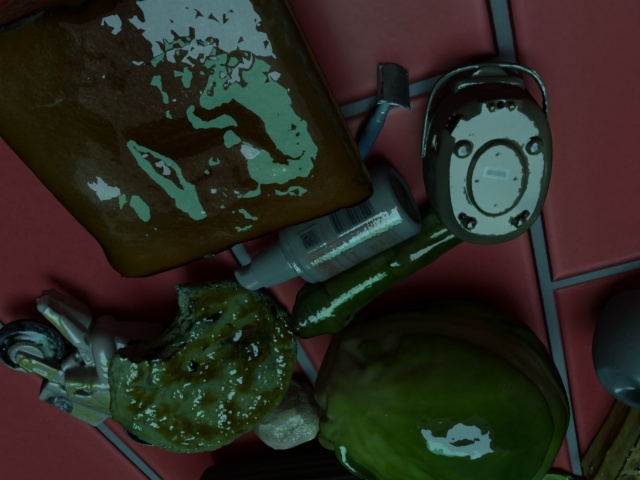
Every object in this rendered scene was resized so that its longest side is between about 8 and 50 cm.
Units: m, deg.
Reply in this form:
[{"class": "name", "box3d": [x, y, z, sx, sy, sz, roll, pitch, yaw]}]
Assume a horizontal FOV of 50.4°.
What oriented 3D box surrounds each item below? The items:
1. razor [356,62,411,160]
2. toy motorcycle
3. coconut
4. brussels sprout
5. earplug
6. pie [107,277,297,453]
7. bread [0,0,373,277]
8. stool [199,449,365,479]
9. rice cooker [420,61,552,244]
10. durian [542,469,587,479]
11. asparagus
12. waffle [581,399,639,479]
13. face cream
[{"class": "razor", "box3d": [0.064, -0.134, 0.799, 0.040, 0.068, 0.135, 13, 142, -11]}, {"class": "toy motorcycle", "box3d": [-0.304, 0.193, 1.029, 0.223, 0.107, 0.341, -37, 123, 18]}, {"class": "coconut", "box3d": [-0.064, 0.291, 1.133, 0.125, 0.110, 0.110, -23, 130, 8]}, {"class": "brussels sprout", "box3d": [0.185, 0.231, 0.994, 0.372, 0.275, 0.315, 25, 139, -15]}, {"class": "earplug", "box3d": [0.565, 0.156, 0.999, 0.326, 0.174, 0.214, -4, 147, 1]}, {"class": "pie", "box3d": [-0.163, 0.188, 0.992, 0.303, 0.067, 0.302, -16, 122, -28]}, {"class": "bread", "box3d": [-0.149, -0.134, 0.719, 0.324, 0.143, 0.333, -20, 130, 13]}, {"class": "stool", "box3d": [-0.045, 0.529, 1.238, 0.330, 0.297, 0.297, -5, 132, 6]}, {"class": "rice cooker", "box3d": [0.188, -0.094, 0.771, 0.145, 0.127, 0.206, -2, 119, 1]}, {"class": "durian", "box3d": [0.507, 0.591, 1.414, 0.395, 0.163, 0.198, 25, 124, -16]}, {"class": "asparagus", "box3d": [0.100, 0.024, 0.918, 0.343, 0.085, 0.082, -36, 101, 17]}, {"class": "waffle", "box3d": [0.646, 0.349, 1.224, 0.261, 0.114, 0.376, 0, 132, -4]}, {"class": "face cream", "box3d": [0.000, 0.000, 0.877, 0.252, 0.101, 0.101, -28, 128, 21]}]
